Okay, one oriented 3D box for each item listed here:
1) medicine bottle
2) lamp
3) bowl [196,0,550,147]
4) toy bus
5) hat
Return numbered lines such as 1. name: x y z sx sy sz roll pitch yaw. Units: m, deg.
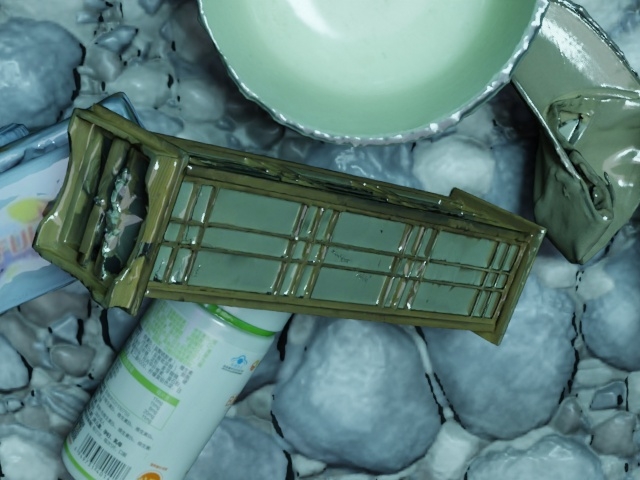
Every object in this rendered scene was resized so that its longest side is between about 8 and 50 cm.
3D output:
1. medicine bottle: -0.095 0.089 0.758 0.086 0.086 0.183 31 100 -15
2. lamp: 0.000 0.000 0.663 0.325 0.090 0.089 9 105 -44
3. bowl: 0.032 -0.167 0.680 0.211 0.112 0.211 1 101 4
4. toy bus: -0.250 0.019 0.688 0.330 0.136 0.109 -25 106 -2
5. hat: 0.163 -0.081 0.765 0.175 0.085 0.147 51 52 0
